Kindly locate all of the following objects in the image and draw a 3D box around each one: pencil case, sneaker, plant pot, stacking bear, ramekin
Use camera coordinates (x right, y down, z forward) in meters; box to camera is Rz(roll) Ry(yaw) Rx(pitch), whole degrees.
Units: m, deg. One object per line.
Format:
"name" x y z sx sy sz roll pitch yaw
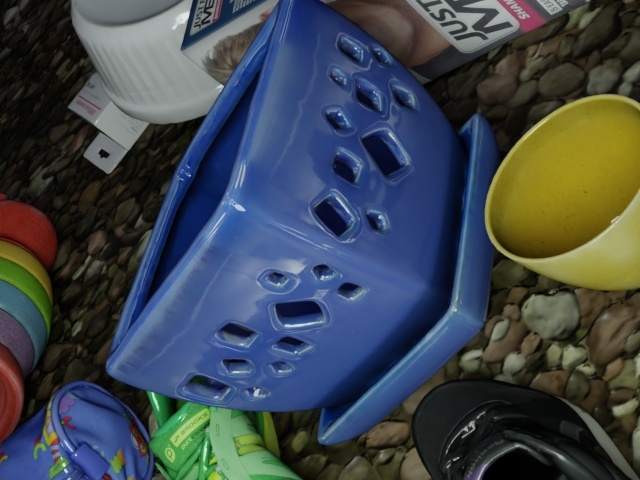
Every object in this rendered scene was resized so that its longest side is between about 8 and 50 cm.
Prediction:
"pencil case" -0.292 0.260 1.183 0.306 0.119 0.133 -41 15 16
"sneaker" 0.127 0.139 0.792 0.107 0.124 0.283 -52 33 -3
"plant pot" 0.000 0.000 0.953 0.236 0.212 0.236 -49 20 44
"stacking bear" -0.374 0.067 1.449 0.164 0.175 0.289 -34 29 28
"plant pot" 0.195 -0.019 0.889 0.134 0.095 0.134 -31 39 29
"sneaker" -0.073 0.186 0.988 0.109 0.123 0.295 -49 34 3
"ramekin" -0.160 -0.275 1.470 0.273 0.127 0.273 -16 48 18

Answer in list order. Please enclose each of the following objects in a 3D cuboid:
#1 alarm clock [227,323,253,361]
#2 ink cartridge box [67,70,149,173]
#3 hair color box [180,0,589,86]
"alarm clock" -0.106 0.069 1.203 0.129 0.064 0.192 -36 39 22
"ink cartridge box" -0.245 -0.180 1.607 0.180 0.060 0.104 -53 34 -4
"hair color box" 0.056 -0.228 1.188 0.347 0.174 0.105 -23 43 36
